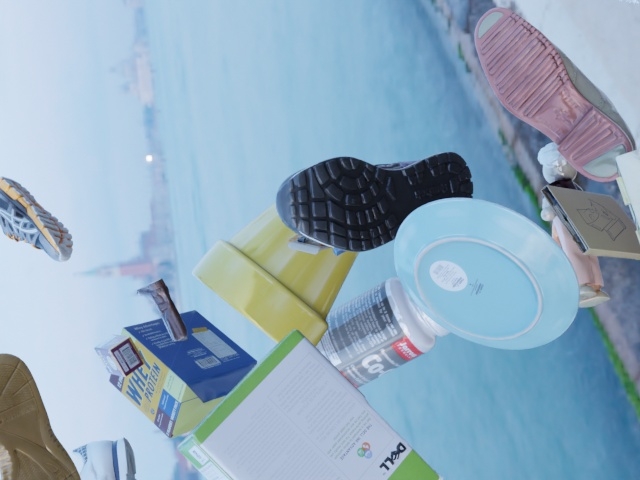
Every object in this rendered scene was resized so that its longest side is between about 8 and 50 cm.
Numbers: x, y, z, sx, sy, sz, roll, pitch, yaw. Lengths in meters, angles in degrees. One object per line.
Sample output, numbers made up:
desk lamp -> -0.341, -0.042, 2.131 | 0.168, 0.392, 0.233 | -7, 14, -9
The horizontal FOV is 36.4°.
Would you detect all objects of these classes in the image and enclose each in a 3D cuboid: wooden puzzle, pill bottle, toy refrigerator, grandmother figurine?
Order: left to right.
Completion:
wooden puzzle -> 0.000, 0.000, 1.369 | 0.116, 0.078, 0.014 | 9, 112, 42
pill bottle -> 0.124, 0.171, 1.899 | 0.161, 0.283, 0.161 | 50, -160, -26
grandmother figurine -> 0.501, -0.045, 1.973 | 0.207, 0.104, 0.343 | 24, -124, -53
toy refrigerator -> 0.577, -0.017, 1.637 | 0.102, 0.094, 0.270 | 34, -139, -67

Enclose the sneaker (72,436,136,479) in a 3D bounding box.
sneaker -> -0.332, 0.421, 1.489 | 0.090, 0.094, 0.235 | 86, 176, -57

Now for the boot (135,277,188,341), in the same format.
boot -> -0.265, 0.124, 1.643 | 0.114, 0.037, 0.106 | 63, 155, -4

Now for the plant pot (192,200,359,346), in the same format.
plant pot -> -0.056, 0.045, 1.722 | 0.254, 0.239, 0.254 | 39, 175, 4

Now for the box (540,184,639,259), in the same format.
box -> 0.524, -0.033, 1.831 | 0.021, 0.201, 0.164 | -55, 45, 35

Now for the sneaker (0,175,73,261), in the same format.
sneaker -> -0.538, -0.025, 1.796 | 0.215, 0.083, 0.084 | 42, -177, 23

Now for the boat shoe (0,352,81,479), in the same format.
boat shoe -> -0.359, 0.270, 1.178 | 0.096, 0.098, 0.277 | -14, 92, 58

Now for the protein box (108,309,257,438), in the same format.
protein box -> -0.278, 0.264, 1.967 | 0.201, 0.199, 0.136 | 34, 118, 31

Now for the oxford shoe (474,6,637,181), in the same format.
oxford shoe -> 0.445, -0.278, 1.845 | 0.140, 0.146, 0.397 | -41, 82, 32

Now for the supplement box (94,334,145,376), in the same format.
supplement box -> -0.334, 0.190, 1.615 | 0.083, 0.043, 0.055 | -6, 115, 60

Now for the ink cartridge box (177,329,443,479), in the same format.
ink cartridge box -> -0.013, 0.266, 1.166 | 0.255, 0.189, 0.097 | 45, 152, 2

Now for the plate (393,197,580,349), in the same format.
plate -> 0.152, 0.041, 0.930 | 0.024, 0.188, 0.188 | -55, -23, -40

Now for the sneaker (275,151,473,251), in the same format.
sneaker -> 0.045, -0.043, 1.159 | 0.124, 0.283, 0.107 | -4, 92, 50

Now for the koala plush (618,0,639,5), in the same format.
koala plush -> 0.295, -0.342, 0.936 | 0.221, 0.203, 0.196 | -99, 1, -46
